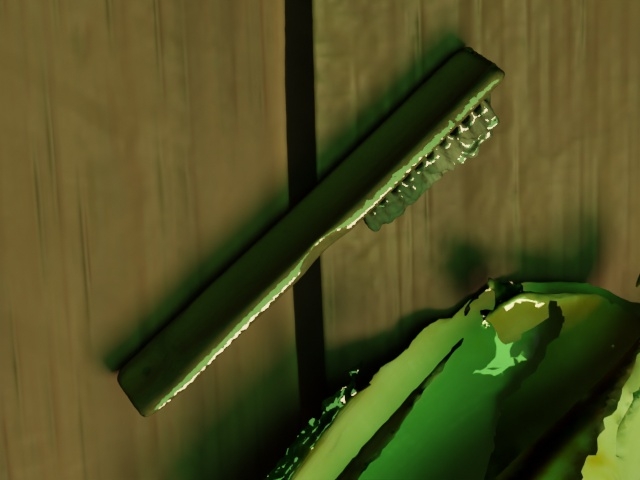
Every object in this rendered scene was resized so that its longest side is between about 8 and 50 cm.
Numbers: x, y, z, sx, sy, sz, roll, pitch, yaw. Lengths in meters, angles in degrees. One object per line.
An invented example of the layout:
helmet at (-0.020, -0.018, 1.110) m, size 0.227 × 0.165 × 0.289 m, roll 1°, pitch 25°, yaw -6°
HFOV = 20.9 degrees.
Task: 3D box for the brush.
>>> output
brush at (0.000, 0.000, 0.672) m, size 0.190 × 0.034 × 0.027 m, roll -43°, pitch 129°, yaw -3°

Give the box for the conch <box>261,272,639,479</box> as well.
conch at (0.046, 0.126, 0.675) m, size 0.137 × 0.143 × 0.250 m, roll 6°, pitch 91°, yaw -61°
